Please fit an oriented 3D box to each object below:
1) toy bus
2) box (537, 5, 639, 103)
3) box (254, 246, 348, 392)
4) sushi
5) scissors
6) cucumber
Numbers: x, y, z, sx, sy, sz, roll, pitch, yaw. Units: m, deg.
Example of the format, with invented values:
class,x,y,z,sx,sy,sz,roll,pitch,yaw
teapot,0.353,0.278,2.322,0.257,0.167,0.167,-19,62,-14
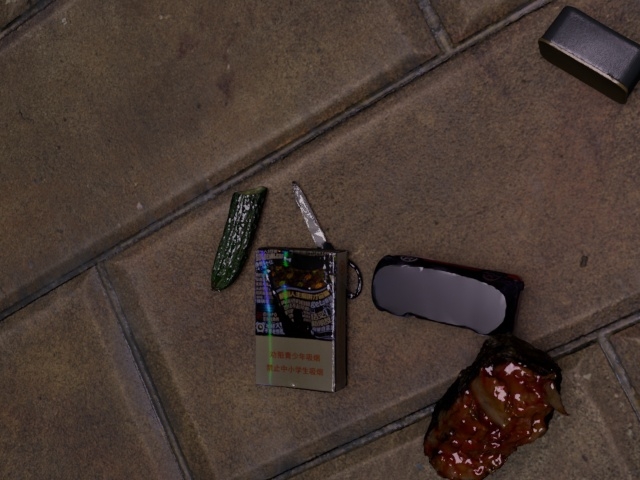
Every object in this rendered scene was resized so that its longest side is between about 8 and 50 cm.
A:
class,x,y,z,sx,sy,sz,roll,pitch,yaw
toy bus,0.263,0.109,1.743,0.302,0.147,0.127,10,96,20
box,0.535,-0.364,1.656,0.201,0.144,0.090,37,98,18
box,-0.043,0.171,1.874,0.198,0.084,0.310,2,93,23
sushi,0.347,0.336,1.653,0.196,0.182,0.343,29,123,-6
scissors,0.000,0.000,1.904,0.109,0.022,0.300,-27,83,18
cucumber,-0.192,-0.003,1.954,0.077,0.077,0.265,18,97,19
